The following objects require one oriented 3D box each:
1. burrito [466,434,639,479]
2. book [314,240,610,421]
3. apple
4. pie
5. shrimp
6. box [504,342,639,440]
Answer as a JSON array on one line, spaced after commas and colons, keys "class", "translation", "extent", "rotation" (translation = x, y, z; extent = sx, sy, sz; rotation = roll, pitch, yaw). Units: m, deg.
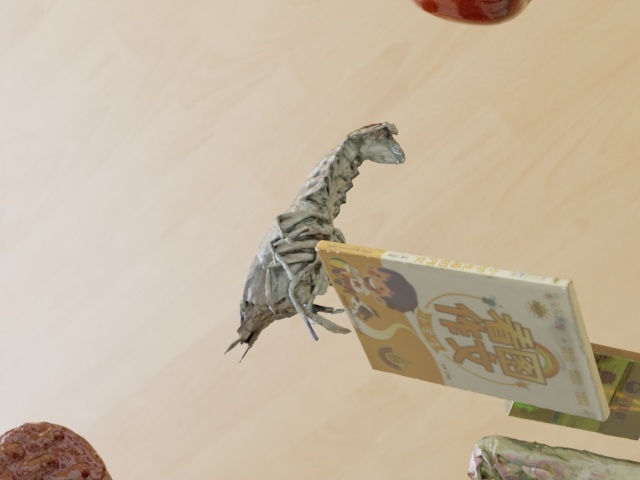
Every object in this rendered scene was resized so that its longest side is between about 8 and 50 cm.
[{"class": "burrito", "translation": [0.337, 0.299, 1.480], "extent": [0.309, 0.066, 0.096], "rotation": [10, 140, 9]}, {"class": "book", "translation": [0.149, 0.093, 1.273], "extent": [0.295, 0.020, 0.208], "rotation": [9, 139, 35]}, {"class": "apple", "translation": [0.180, -0.335, 1.390], "extent": [0.168, 0.181, 0.181], "rotation": [33, 115, 8]}, {"class": "pie", "translation": [-0.261, 0.243, 1.157], "extent": [0.154, 0.154, 0.036], "rotation": [46, 125, 2]}, {"class": "shrimp", "translation": [-0.005, 0.002, 1.749], "extent": [0.166, 0.410, 0.221], "rotation": [7, 153, 26]}, {"class": "box", "translation": [0.354, 0.194, 1.590], "extent": [0.193, 0.030, 0.121], "rotation": [13, 114, -11]}]
